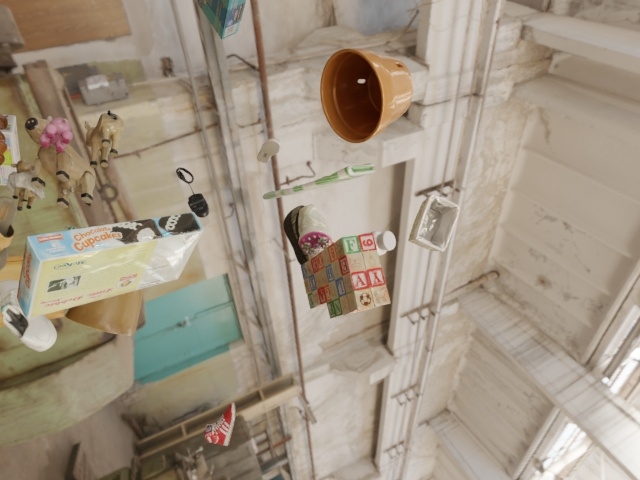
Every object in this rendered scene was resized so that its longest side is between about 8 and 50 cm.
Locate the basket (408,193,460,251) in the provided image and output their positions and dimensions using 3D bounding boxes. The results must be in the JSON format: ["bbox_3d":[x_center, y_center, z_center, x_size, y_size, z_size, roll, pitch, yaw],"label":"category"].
[{"bbox_3d":[0.375,-0.053,1.460,0.103,0.113,0.167,140,-27,-80],"label":"basket"}]

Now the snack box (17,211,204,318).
[{"bbox_3d":[-0.413,0.042,0.880,0.060,0.321,0.187,53,-52,19],"label":"snack box"}]

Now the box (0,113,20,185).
[{"bbox_3d":[-1.009,-0.281,1.352,0.103,0.114,0.203,65,-37,39],"label":"box"}]

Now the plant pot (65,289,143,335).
[{"bbox_3d":[-0.743,0.186,1.570,0.255,0.237,0.237,-71,-164,-10],"label":"plant pot"}]

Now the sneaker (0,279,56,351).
[{"bbox_3d":[-0.666,0.150,0.951,0.212,0.080,0.094,38,-13,21],"label":"sneaker"}]

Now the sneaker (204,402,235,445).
[{"bbox_3d":[-0.253,0.459,1.089,0.042,0.066,0.119,-128,-129,-72],"label":"sneaker"}]

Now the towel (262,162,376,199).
[{"bbox_3d":[0.000,-0.200,1.467,0.324,0.248,0.038,-12,-84,27],"label":"towel"}]

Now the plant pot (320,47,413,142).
[{"bbox_3d":[0.166,-0.488,1.439,0.290,0.203,0.291,31,-47,40],"label":"plant pot"}]

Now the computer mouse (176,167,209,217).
[{"bbox_3d":[-0.516,-0.192,1.750,0.242,0.071,0.041,61,-19,14],"label":"computer mouse"}]

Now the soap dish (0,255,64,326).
[{"bbox_3d":[-0.997,0.156,1.393,0.118,0.290,0.229,-41,-114,33],"label":"soap dish"}]

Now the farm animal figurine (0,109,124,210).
[{"bbox_3d":[-0.656,-0.227,1.108,0.327,0.330,0.172,107,-24,-58],"label":"farm animal figurine"}]

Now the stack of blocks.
[{"bbox_3d":[0.051,0.109,1.123,0.297,0.087,0.171,143,-64,-63],"label":"stack of blocks"}]

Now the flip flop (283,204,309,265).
[{"bbox_3d":[-0.060,-0.008,1.633,0.080,0.112,0.277,44,21,-59],"label":"flip flop"}]

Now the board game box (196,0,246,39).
[{"bbox_3d":[-0.378,-0.888,1.433,0.336,0.079,0.253,56,-19,-6],"label":"board game box"}]

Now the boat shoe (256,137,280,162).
[{"bbox_3d":[-0.194,-0.360,1.685,0.184,0.066,0.063,142,-32,-66],"label":"boat shoe"}]

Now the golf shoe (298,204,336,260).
[{"bbox_3d":[0.000,0.000,1.351,0.306,0.115,0.140,71,5,-63],"label":"golf shoe"}]

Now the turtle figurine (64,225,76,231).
[{"bbox_3d":[-0.883,0.025,1.673,0.175,0.234,0.118,55,40,-66],"label":"turtle figurine"}]

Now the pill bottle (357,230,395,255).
[{"bbox_3d":[0.237,0.016,1.940,0.186,0.112,0.112,-14,-84,47],"label":"pill bottle"}]

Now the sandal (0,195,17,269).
[{"bbox_3d":[-0.738,-0.020,1.005,0.072,0.049,0.180,43,46,-62],"label":"sandal"}]
